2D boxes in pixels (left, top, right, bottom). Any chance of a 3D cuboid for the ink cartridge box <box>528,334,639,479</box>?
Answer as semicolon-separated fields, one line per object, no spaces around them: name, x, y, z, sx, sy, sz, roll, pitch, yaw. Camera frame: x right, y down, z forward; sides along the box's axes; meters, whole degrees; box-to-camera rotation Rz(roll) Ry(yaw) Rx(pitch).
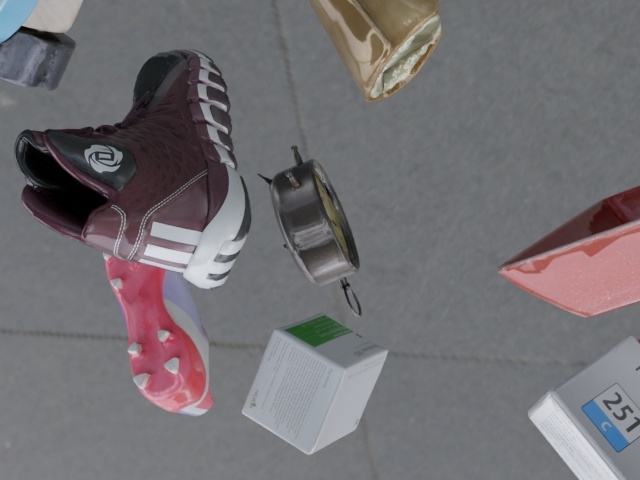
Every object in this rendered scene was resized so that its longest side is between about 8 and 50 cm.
ink cartridge box;0.405;0.229;1.402;0.296;0.261;0.066;52;145;16

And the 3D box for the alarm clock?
alarm clock;0.000;0.000;1.413;0.064;0.129;0.192;-25;105;10

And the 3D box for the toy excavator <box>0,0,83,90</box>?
toy excavator;-0.464;-0.353;1.255;0.433;0.445;0.222;37;107;31

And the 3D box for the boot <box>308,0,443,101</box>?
boot;0.040;-0.308;1.282;0.269;0.089;0.236;59;147;20

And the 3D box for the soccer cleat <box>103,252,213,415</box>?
soccer cleat;-0.158;0.060;1.335;0.083;0.248;0.095;-23;146;13

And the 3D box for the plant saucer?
plant saucer;0.258;-0.027;0.761;0.259;0.258;0.047;-20;91;27

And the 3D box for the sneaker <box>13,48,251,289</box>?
sneaker;-0.156;-0.080;1.028;0.163;0.281;0.106;11;120;-24

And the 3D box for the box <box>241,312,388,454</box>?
box;-0.005;0.140;1.316;0.087;0.101;0.102;30;109;22
